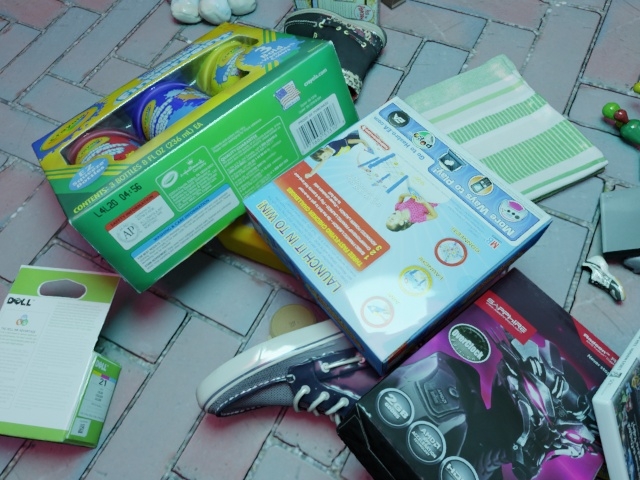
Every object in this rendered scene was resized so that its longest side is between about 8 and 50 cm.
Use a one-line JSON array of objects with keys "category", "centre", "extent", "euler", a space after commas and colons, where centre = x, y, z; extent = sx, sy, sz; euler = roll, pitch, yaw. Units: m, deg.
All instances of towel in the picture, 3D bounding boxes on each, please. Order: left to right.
[{"category": "towel", "centre": [0.349, -0.213, 0.906], "extent": [0.248, 0.038, 0.324], "euler": [-25, 64, -7]}]

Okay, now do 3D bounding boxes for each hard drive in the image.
[{"category": "hard drive", "centre": [0.516, -0.032, 0.769], "extent": [0.094, 0.022, 0.135], "euler": [-10, 45, 37]}]

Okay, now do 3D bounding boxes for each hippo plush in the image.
[{"category": "hippo plush", "centre": [-0.257, -0.673, 1.086], "extent": [0.294, 0.236, 0.234], "euler": [-41, 66, -15]}]

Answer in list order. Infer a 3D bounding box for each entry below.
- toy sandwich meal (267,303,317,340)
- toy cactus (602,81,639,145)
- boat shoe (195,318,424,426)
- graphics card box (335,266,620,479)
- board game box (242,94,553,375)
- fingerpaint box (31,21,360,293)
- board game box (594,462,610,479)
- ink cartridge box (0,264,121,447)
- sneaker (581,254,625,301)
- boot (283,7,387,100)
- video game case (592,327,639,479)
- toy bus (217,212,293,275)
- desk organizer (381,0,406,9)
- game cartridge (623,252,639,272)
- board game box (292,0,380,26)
[{"category": "toy sandwich meal", "centre": [-0.045, 0.144, 0.766], "extent": [0.086, 0.029, 0.085], "euler": [-2, 58, 3]}, {"category": "toy cactus", "centre": [0.624, -0.190, 0.842], "extent": [0.219, 0.112, 0.180], "euler": [21, 76, 6]}, {"category": "boat shoe", "centre": [0.006, 0.210, 0.665], "extent": [0.341, 0.127, 0.158], "euler": [-22, 61, -11]}, {"category": "graphics card box", "centre": [0.228, 0.206, 0.592], "extent": [0.371, 0.094, 0.233], "euler": [-27, 63, -35]}, {"category": "board game box", "centre": [0.100, -0.024, 0.681], "extent": [0.302, 0.086, 0.308], "euler": [-36, 65, -13]}, {"category": "fingerpaint box", "centre": [-0.225, -0.184, 0.804], "extent": [0.445, 0.163, 0.371], "euler": [-39, 42, -14]}, {"category": "board game box", "centre": [0.319, 0.350, 0.615], "extent": [0.171, 0.048, 0.141], "euler": [18, 64, 14]}, {"category": "ink cartridge box", "centre": [-0.420, 0.179, 0.746], "extent": [0.189, 0.097, 0.255], "euler": [4, 62, 8]}, {"category": "sneaker", "centre": [0.457, 0.066, 0.760], "extent": [0.037, 0.032, 0.083], "euler": [-24, 57, 7]}, {"category": "boot", "centre": [0.006, -0.399, 1.008], "extent": [0.237, 0.085, 0.178], "euler": [16, 68, 13]}, {"category": "video game case", "centre": [0.388, 0.228, 0.569], "extent": [0.173, 0.022, 0.190], "euler": [-26, 104, -37]}, {"category": "toy bus", "centre": [0.000, 0.000, 0.789], "extent": [0.333, 0.108, 0.130], "euler": [20, 67, 15]}, {"category": "desk organizer", "centre": [0.148, -0.616, 1.123], "extent": [0.047, 0.050, 0.130], "euler": [-35, 65, -12]}, {"category": "game cartridge", "centre": [0.670, 0.026, 0.746], "extent": [0.297, 0.062, 0.198], "euler": [28, 73, 18]}, {"category": "board game box", "centre": [0.034, -0.523, 1.033], "extent": [0.194, 0.146, 0.045], "euler": [14, 65, 11]}]
